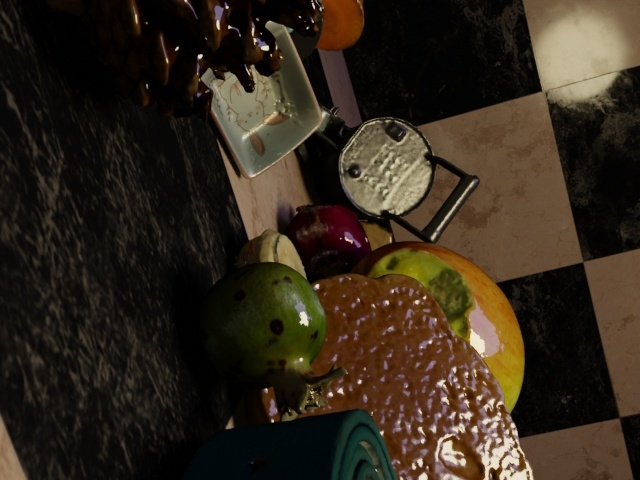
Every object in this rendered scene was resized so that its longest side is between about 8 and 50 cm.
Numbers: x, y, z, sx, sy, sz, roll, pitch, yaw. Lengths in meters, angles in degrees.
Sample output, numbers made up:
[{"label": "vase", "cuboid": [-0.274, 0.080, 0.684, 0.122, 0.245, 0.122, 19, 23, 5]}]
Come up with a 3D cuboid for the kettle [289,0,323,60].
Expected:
[{"label": "kettle", "cuboid": [-0.084, -0.391, 1.417, 0.236, 0.161, 0.221, -93, -167, -54]}]

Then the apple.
[{"label": "apple", "cuboid": [0.144, 0.173, 1.251, 0.339, 0.340, 0.339, -14, 90, -79]}]

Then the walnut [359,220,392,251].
[{"label": "walnut", "cuboid": [0.093, 0.062, 1.667, 0.238, 0.141, 0.204, 35, -23, 15]}]

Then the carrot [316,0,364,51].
[{"label": "carrot", "cuboid": [-0.011, -0.604, 1.932, 0.193, 0.214, 0.331, 107, -13, -48]}]

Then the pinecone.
[{"label": "pinecone", "cuboid": [-0.113, -0.231, 0.748, 0.243, 0.257, 0.243, 0, 90, -87]}]

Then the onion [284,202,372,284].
[{"label": "onion", "cuboid": [0.015, -0.003, 1.405, 0.173, 0.135, 0.198, 69, 10, -45]}]

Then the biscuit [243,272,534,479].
[{"label": "biscuit", "cuboid": [0.088, 0.220, 0.987, 0.381, 0.074, 0.359, 40, 56, -5]}]

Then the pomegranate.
[{"label": "pomegranate", "cuboid": [-0.046, 0.103, 0.864, 0.169, 0.148, 0.148, 45, 5, 13]}]

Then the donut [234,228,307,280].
[{"label": "donut", "cuboid": [-0.063, 0.071, 1.088, 0.174, 0.068, 0.174, -12, 90, -78]}]

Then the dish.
[{"label": "dish", "cuboid": [-0.100, -0.215, 1.150, 0.064, 0.154, 0.234, 38, -19, 41]}]

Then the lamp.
[{"label": "lamp", "cuboid": [0.113, -0.137, 1.714, 0.374, 0.205, 0.272, 36, -7, 6]}]

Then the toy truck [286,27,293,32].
[{"label": "toy truck", "cuboid": [-0.133, -0.411, 1.152, 0.156, 0.155, 0.278, -99, 172, -77]}]

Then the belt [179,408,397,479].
[{"label": "belt", "cuboid": [-0.018, 0.342, 0.669, 0.436, 0.173, 0.300, -90, 161, -50]}]
